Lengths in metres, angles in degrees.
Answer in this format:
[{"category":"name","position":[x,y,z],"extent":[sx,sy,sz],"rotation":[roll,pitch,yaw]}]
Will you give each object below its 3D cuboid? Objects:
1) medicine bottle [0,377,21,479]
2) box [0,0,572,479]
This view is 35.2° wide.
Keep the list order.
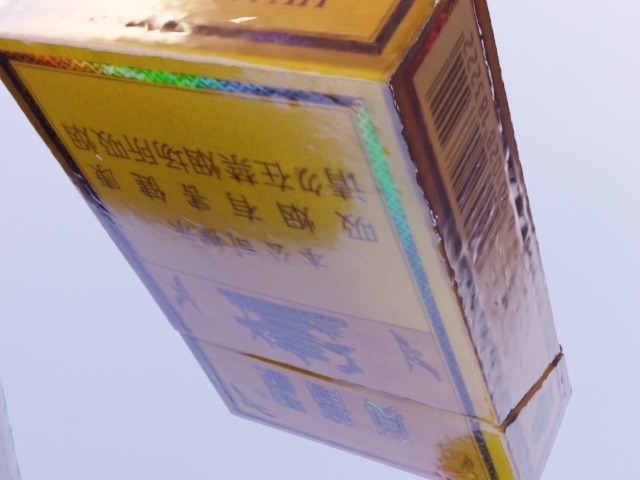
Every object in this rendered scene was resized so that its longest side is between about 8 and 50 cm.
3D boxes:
[{"category":"medicine bottle","position":[-0.216,0.141,0.524],"extent":[0.124,0.179,0.324],"rotation":[-12,-78,-27]},{"category":"box","position":[0.000,0.000,0.475],"extent":[0.084,0.193,0.301],"rotation":[-59,-35,-29]}]
